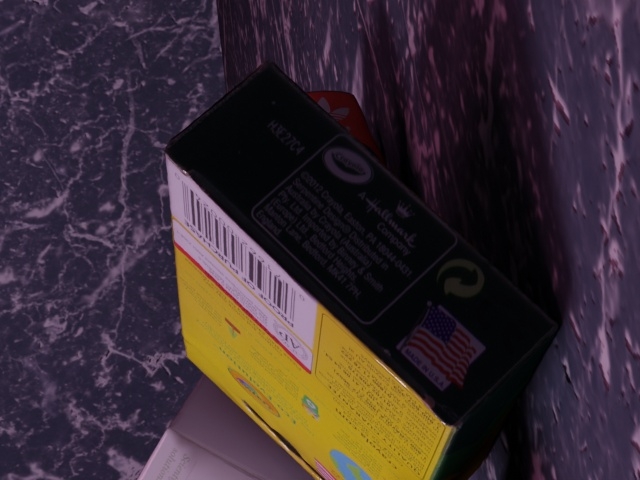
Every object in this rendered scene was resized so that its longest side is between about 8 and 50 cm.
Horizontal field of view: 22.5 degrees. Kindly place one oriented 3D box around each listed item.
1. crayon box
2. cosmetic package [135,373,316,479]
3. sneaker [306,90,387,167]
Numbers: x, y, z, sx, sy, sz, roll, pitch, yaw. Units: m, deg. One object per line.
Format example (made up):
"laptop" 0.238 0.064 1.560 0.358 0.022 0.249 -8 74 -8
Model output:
"crayon box" 0.010 0.057 0.914 0.202 0.081 0.318 43 161 13
"cosmetic package" -0.072 0.216 1.337 0.197 0.155 0.365 -60 -1 10
"sneaker" 0.000 0.000 1.247 0.350 0.131 0.148 108 163 -67
